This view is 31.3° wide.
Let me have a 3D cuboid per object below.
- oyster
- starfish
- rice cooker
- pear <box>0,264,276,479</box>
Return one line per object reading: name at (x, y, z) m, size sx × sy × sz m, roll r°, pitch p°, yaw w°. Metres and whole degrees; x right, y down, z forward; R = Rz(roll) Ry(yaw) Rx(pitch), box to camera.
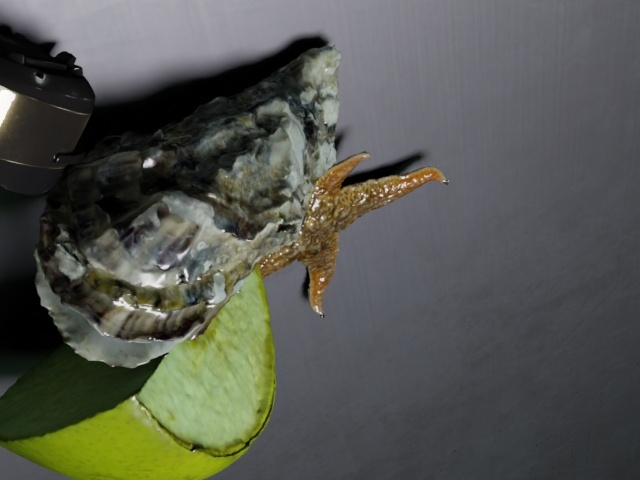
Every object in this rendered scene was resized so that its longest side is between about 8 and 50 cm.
oyster at (-0.091, -0.044, 0.920) m, size 0.162 × 0.158 × 0.351 m, roll 51°, pitch 58°, yaw -12°
starfish at (0.000, -0.001, 1.143) m, size 0.138 × 0.050 × 0.247 m, roll 17°, pitch 126°, yaw -46°
rice cooker at (-0.228, -0.092, 0.806) m, size 0.106 × 0.112 × 0.165 m, roll -65°, pitch 170°, yaw 14°
pear at (-0.171, 0.143, 0.992) m, size 0.239 × 0.288 × 0.139 m, roll -15°, pitch 109°, yaw 21°
